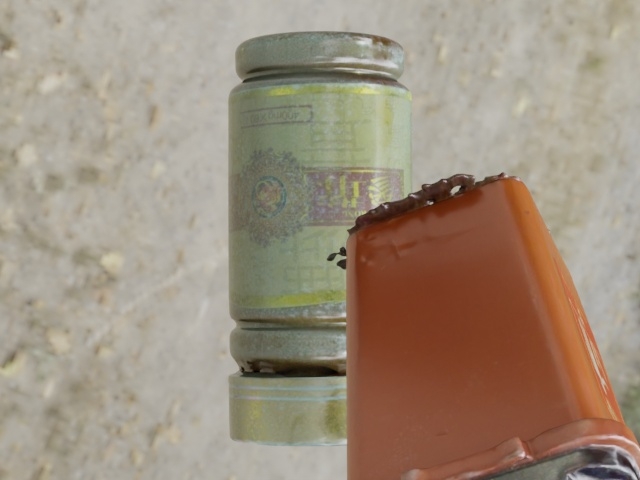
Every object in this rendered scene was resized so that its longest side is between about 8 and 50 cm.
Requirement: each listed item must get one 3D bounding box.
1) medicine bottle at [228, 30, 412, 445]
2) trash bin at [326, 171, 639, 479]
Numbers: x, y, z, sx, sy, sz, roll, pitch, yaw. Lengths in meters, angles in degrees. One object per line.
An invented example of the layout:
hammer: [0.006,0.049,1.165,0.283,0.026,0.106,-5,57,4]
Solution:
medicine bottle: [0.000,0.000,1.304,0.151,0.151,0.322,6,83,-67]
trash bin: [0.078,0.098,0.866,0.161,0.184,0.239,56,18,-44]
